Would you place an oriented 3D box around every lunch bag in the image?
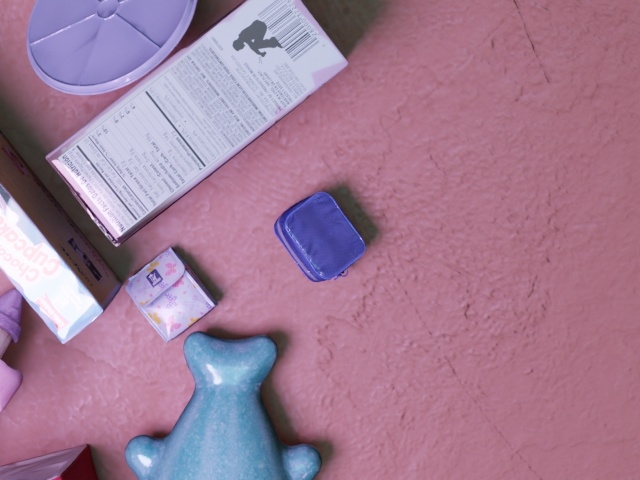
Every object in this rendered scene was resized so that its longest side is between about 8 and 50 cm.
[{"bbox_3d":[0.000,0.000,1.440,0.067,0.065,0.098,-35,96,-14],"label":"lunch bag"},{"bbox_3d":[-0.166,0.060,1.446,0.071,0.053,0.083,-37,87,1],"label":"lunch bag"}]

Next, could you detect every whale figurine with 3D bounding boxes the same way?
[{"bbox_3d":[-0.105,0.238,1.423,0.216,0.141,0.272,5,96,-3],"label":"whale figurine"}]

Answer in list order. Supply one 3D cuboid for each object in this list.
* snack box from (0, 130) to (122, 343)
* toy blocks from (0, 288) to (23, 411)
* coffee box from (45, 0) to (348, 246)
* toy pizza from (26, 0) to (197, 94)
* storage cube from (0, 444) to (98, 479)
[{"bbox_3d":[-0.333,-0.048,1.359,0.060,0.187,0.322,-38,96,2],"label":"snack box"},{"bbox_3d":[-0.465,0.091,1.378,0.289,0.309,0.260,30,64,-17],"label":"toy blocks"},{"bbox_3d":[-0.124,-0.135,1.368,0.297,0.168,0.119,-38,97,3],"label":"coffee box"},{"bbox_3d":[-0.215,-0.234,1.377,0.201,0.032,0.201,-10,61,19],"label":"toy pizza"},{"bbox_3d":[-0.321,0.344,1.394,0.184,0.215,0.193,-14,91,0],"label":"storage cube"}]
